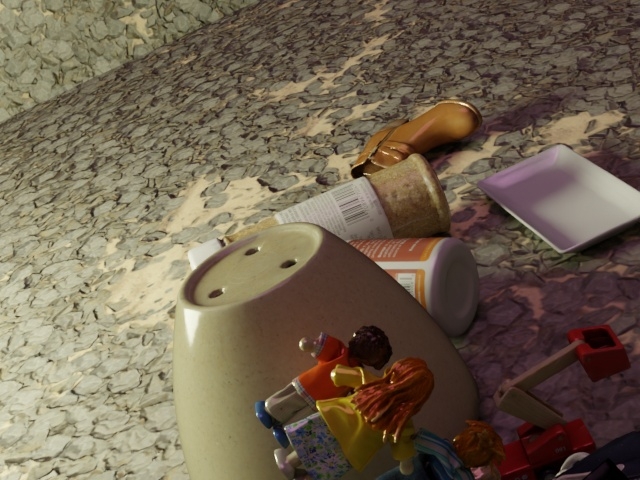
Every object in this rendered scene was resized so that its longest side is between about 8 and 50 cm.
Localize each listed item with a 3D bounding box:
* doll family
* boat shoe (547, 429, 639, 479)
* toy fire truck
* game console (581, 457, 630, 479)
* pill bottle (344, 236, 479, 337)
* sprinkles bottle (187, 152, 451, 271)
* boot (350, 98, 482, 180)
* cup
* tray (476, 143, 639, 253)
[{"bbox_3d":[0.071,0.193,1.011,0.163,0.263,0.118,-38,14,9],"label":"doll family"},{"bbox_3d":[0.213,0.252,0.983,0.340,0.127,0.158,-11,16,12],"label":"boat shoe"},{"bbox_3d":[0.207,0.170,1.094,0.192,0.135,0.047,-20,26,2],"label":"toy fire truck"},{"bbox_3d":[0.319,0.211,0.839,0.361,0.044,0.213,-39,67,-5],"label":"game console"},{"bbox_3d":[0.077,0.057,1.415,0.216,0.121,0.121,-1,33,35],"label":"pill bottle"},{"bbox_3d":[0.000,0.000,1.578,0.355,0.121,0.121,-23,27,-5],"label":"sprinkles bottle"},{"bbox_3d":[0.150,-0.149,1.806,0.197,0.073,0.152,-14,24,41],"label":"boot"},{"bbox_3d":[-0.025,0.121,1.212,0.331,0.237,0.331,-20,22,9],"label":"cup"},{"bbox_3d":[0.328,-0.052,1.540,0.145,0.030,0.270,-24,27,-7],"label":"tray"}]
